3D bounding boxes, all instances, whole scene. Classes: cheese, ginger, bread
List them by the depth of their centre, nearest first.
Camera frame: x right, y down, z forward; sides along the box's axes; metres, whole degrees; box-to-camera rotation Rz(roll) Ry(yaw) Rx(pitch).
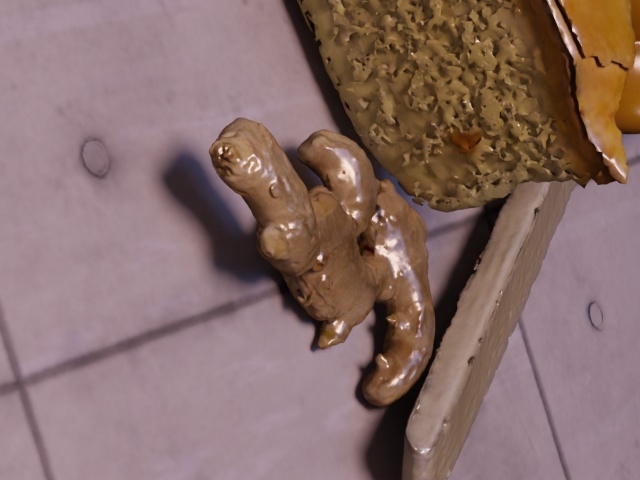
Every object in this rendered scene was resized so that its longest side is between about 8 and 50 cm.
[{"bbox_3d":[0.003,-0.011,1.183,0.259,0.065,0.149,49,40,-41],"label":"ginger"},{"bbox_3d":[0.125,-0.214,1.260,0.279,0.248,0.315,-41,110,-48],"label":"bread"},{"bbox_3d":[0.132,0.037,1.325,0.400,0.034,0.085,-59,151,-43],"label":"cheese"}]

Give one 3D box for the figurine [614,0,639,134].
[{"bbox_3d":[0.254,-0.212,1.460,0.228,0.215,0.215,95,12,-53],"label":"figurine"}]
